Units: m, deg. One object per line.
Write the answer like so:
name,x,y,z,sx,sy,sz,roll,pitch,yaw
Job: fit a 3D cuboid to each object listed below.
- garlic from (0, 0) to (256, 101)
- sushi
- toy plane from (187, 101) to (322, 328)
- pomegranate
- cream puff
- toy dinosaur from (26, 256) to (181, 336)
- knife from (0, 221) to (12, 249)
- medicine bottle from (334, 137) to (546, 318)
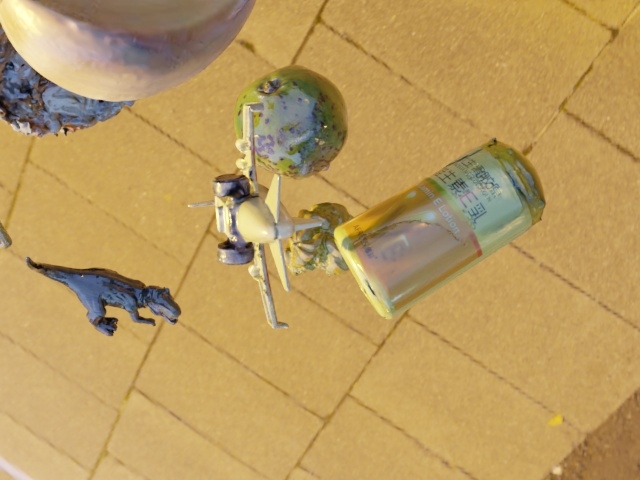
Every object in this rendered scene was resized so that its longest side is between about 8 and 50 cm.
garlic,-0.157,-0.264,0.909,0.151,0.338,0.196,21,136,61
sushi,-0.491,-0.373,1.676,0.176,0.417,0.417,48,131,33
toy plane,-0.074,-0.029,0.902,0.092,0.244,0.229,-10,105,-21
pomegranate,-0.053,-0.243,1.848,0.254,0.254,0.270,-11,148,27
cream puff,-0.001,0.001,1.613,0.156,0.156,0.121,8,117,18
toy dinosaur,-0.279,0.050,1.174,0.187,0.087,0.179,0,141,6
knife,-0.416,-0.087,1.008,0.047,0.017,0.298,2,141,12
medicine bottle,0.141,-0.018,0.995,0.239,0.124,0.124,-33,104,-2
